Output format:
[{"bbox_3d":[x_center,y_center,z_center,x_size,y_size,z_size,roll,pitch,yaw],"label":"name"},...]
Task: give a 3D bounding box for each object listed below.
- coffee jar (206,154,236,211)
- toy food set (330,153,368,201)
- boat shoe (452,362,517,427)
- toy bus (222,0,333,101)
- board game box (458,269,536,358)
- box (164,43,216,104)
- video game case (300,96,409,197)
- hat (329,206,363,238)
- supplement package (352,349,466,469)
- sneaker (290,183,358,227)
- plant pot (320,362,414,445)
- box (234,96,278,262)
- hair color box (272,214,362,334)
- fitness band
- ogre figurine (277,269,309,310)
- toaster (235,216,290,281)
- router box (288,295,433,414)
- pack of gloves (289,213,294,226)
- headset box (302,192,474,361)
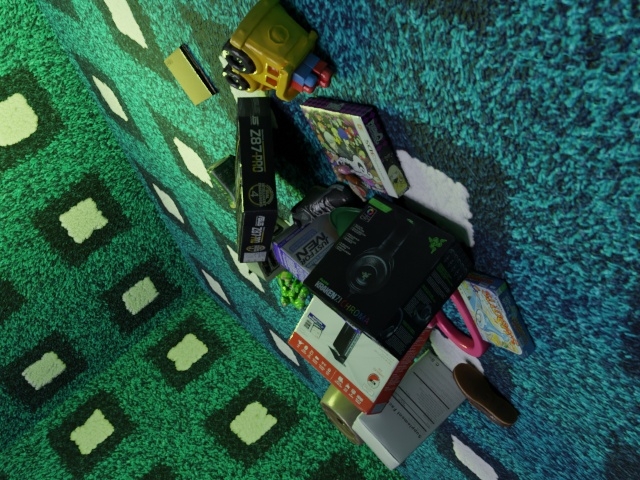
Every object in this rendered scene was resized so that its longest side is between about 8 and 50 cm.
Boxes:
[{"bbox_3d":[-0.283,-0.180,2.387,0.184,0.096,0.079,57,164,-18],"label":"coffee jar"},{"bbox_3d":[0.064,-0.137,1.635,0.122,0.019,0.078,47,164,1],"label":"toy food set"},{"bbox_3d":[0.421,0.410,1.916,0.207,0.073,0.073,47,160,10],"label":"boat shoe"},{"bbox_3d":[-0.078,-0.362,1.504,0.211,0.149,0.220,33,163,0],"label":"toy bus"},{"bbox_3d":[0.375,0.155,1.581,0.136,0.035,0.201,20,145,58],"label":"board game box"},{"bbox_3d":[-0.385,-0.483,2.152,0.164,0.021,0.201,55,161,-16],"label":"box"},{"bbox_3d":[0.072,-0.204,1.579,0.232,0.042,0.210,26,150,53],"label":"video game case"},{"bbox_3d":[0.078,0.040,1.751,0.209,0.183,0.173,0,144,45],"label":"hat"},{"bbox_3d":[0.258,0.492,2.110,0.175,0.293,0.177,46,162,15],"label":"supplement package"},{"bbox_3d":[-0.002,-0.076,1.865,0.086,0.132,0.229,56,162,-16],"label":"sneaker"},{"bbox_3d":[0.161,0.503,2.391,0.323,0.280,0.323,45,161,20],"label":"plant pot"},{"bbox_3d":[-0.179,-0.147,1.939,0.395,0.097,0.318,110,155,-69],"label":"box"},{"bbox_3d":[0.050,0.067,1.938,0.339,0.185,0.110,40,158,27],"label":"hair color box"},{"bbox_3d":[0.300,0.161,1.744,0.209,0.054,0.290,19,145,58],"label":"fitness band"},{"bbox_3d":[-0.101,0.184,2.696,0.197,0.097,0.118,19,129,32],"label":"ogre figurine"},{"bbox_3d":[-0.173,0.029,2.422,0.110,0.168,0.185,35,156,38],"label":"toaster"},{"bbox_3d":[0.105,0.258,2.027,0.335,0.301,0.082,37,-164,33],"label":"router box"},{"bbox_3d":[0.000,0.000,2.191,0.195,0.046,0.232,32,160,17],"label":"pack of gloves"},{"bbox_3d":[0.150,0.066,1.570,0.246,0.283,0.131,35,172,41],"label":"headset box"}]
